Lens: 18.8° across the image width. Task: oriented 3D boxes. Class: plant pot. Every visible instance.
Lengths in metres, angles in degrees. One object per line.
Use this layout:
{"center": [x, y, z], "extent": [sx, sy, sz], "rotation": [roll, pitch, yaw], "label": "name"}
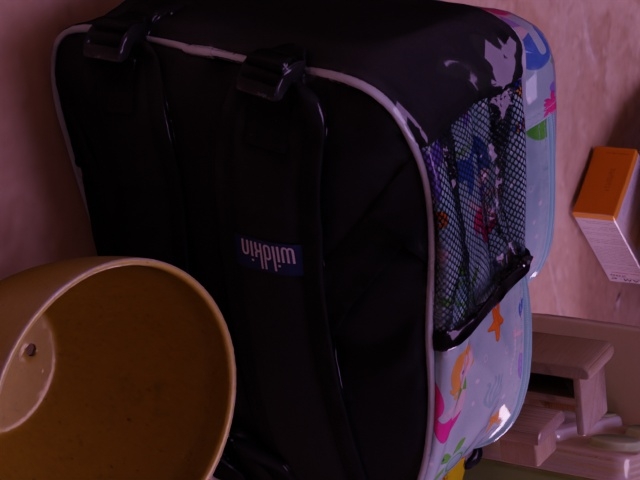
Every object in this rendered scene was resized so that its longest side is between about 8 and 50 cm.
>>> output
{"center": [-0.118, 0.066, 0.857], "extent": [0.134, 0.095, 0.134], "rotation": [-13, 109, -43], "label": "plant pot"}

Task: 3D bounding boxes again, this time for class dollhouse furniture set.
{"center": [0.054, 0.080, 1.084], "extent": [0.182, 0.161, 0.101], "rotation": [-37, 126, -50], "label": "dollhouse furniture set"}

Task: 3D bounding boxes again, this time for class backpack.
{"center": [0.000, 0.000, 0.929], "extent": [0.191, 0.225, 0.253], "rotation": [-30, 125, -46], "label": "backpack"}

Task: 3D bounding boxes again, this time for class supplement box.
{"center": [0.227, -0.018, 1.458], "extent": [0.098, 0.036, 0.062], "rotation": [54, 51, -48], "label": "supplement box"}

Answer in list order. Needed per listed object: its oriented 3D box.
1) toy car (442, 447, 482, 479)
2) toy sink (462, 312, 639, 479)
{"center": [0.038, 0.229, 1.190], "extent": [0.239, 0.053, 0.225], "rotation": [-44, 132, -44], "label": "toy car"}
{"center": [0.156, 0.174, 1.275], "extent": [0.131, 0.152, 0.234], "rotation": [-3, 99, -57], "label": "toy sink"}
